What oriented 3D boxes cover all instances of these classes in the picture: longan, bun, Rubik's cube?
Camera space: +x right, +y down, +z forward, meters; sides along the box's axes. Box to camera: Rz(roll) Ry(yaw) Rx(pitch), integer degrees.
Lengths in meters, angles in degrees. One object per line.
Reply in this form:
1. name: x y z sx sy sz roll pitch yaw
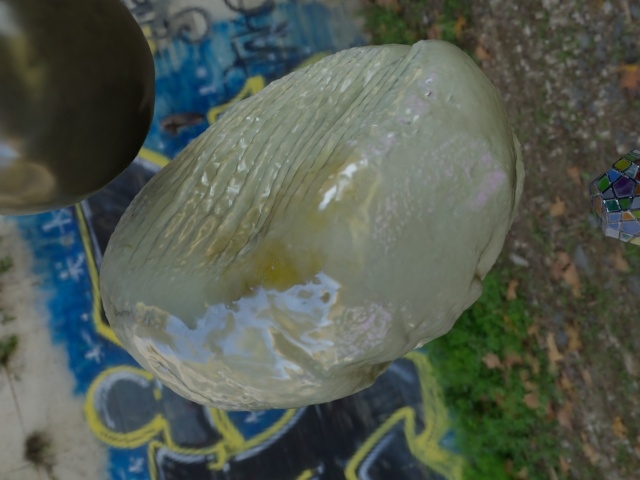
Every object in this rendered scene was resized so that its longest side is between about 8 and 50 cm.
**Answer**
1. longan: -0.260 -0.132 0.789 0.248 0.248 0.248 163 90 -86
2. bun: 0.000 0.000 0.797 0.219 0.365 0.365 52 -175 -24
3. Rubik's cube: 0.362 -0.050 1.100 0.111 0.111 0.093 -113 34 -54
